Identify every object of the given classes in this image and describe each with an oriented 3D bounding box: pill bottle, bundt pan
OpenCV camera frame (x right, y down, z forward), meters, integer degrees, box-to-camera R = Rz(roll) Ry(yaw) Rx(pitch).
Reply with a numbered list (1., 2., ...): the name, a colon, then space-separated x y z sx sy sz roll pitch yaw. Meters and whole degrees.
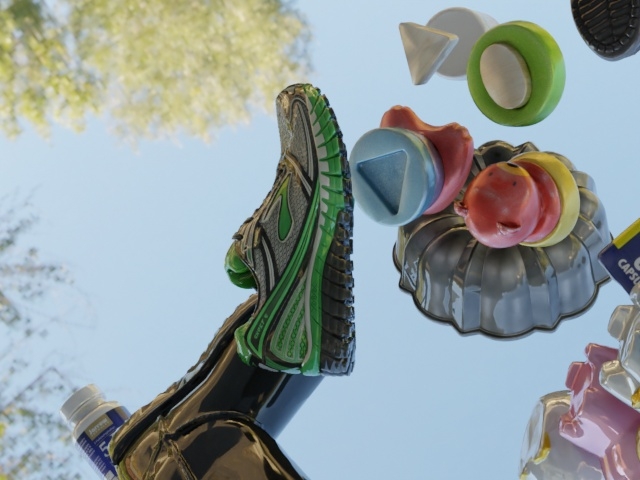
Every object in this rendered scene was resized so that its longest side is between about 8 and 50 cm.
1. pill bottle: -0.370 0.347 1.976 0.112 0.112 0.187 -40 -106 -13
2. pill bottle: 0.246 -0.325 1.878 0.117 0.118 0.208 -13 -177 21
3. bundt pan: 0.261 -0.021 1.626 0.330 0.124 0.331 -5 -130 6

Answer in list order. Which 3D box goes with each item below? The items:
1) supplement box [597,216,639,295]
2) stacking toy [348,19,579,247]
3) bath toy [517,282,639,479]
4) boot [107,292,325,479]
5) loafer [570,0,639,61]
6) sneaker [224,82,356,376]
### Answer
1. supplement box: 0.442 -0.034 0.917 0.195 0.194 0.356 -20 158 -46
2. stacking toy: 0.160 -0.133 1.406 0.309 0.280 0.130 13 -160 40
3. bath toy: 0.267 0.146 0.904 0.129 0.348 0.151 17 -119 -2
4. boot: -0.035 0.245 1.205 0.367 0.146 0.445 -45 -153 -2
5. loafer: 0.513 -0.465 1.959 0.133 0.130 0.366 -24 -122 37
6. sneaker: -0.036 -0.021 1.245 0.146 0.134 0.344 -1 -113 4
